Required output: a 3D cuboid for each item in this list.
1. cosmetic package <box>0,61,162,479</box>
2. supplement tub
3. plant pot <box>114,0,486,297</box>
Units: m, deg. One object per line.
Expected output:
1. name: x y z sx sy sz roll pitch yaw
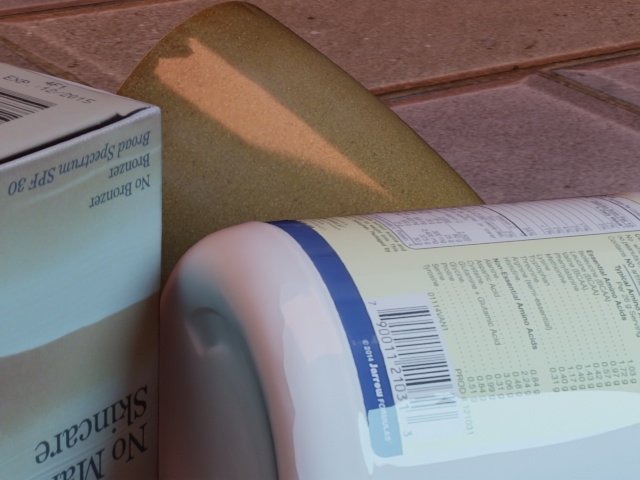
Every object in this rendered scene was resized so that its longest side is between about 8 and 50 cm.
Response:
1. cosmetic package: -0.168 0.078 0.881 0.129 0.296 0.153 18 28 31
2. supplement tub: 0.096 0.097 0.924 0.325 0.235 0.235 -4 23 -23
3. plant pot: 0.000 0.000 1.223 0.254 0.237 0.237 30 32 24
